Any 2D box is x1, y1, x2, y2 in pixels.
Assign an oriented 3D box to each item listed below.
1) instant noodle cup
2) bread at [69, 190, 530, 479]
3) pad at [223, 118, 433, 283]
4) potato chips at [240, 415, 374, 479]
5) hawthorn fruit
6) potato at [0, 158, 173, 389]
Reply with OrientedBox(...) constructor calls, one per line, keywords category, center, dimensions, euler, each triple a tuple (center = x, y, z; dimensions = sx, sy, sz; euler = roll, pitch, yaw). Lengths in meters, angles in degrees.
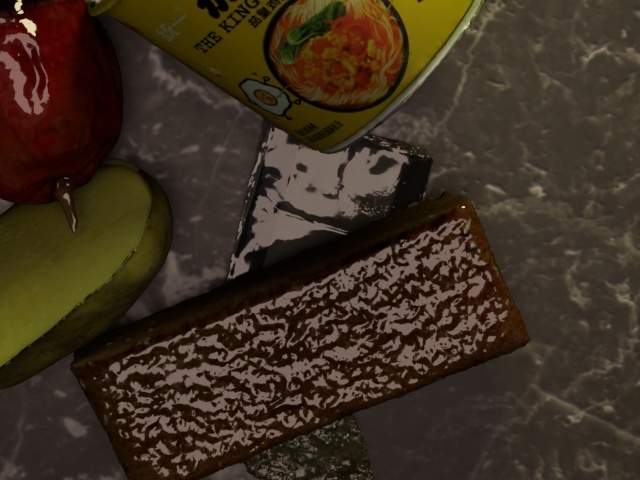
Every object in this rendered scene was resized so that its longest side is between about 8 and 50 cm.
OrientedBox(category="instant noodle cup", center=(-0.014, -0.250, 1.615), dimensions=(0.254, 0.325, 0.325), euler=(39, 94, -17))
OrientedBox(category="bread", center=(-0.020, 0.102, 1.729), dimensions=(0.416, 0.113, 0.165), euler=(-22, 98, 1))
OrientedBox(category="pad", center=(0.000, 0.000, 1.780), dimensions=(0.174, 0.022, 0.233), euler=(16, 98, -5))
OrientedBox(category="potato chips", center=(-0.028, 0.203, 1.805), dimensions=(0.142, 0.026, 0.209), euler=(-13, 98, 1))
OrientedBox(category="hawthorn fruit", center=(-0.266, -0.128, 1.665), dimensions=(0.189, 0.189, 0.251), euler=(-27, 90, 1))
OrientedBox(category="potato", center=(-0.245, 0.042, 1.726), dimensions=(0.271, 0.160, 0.111), euler=(-40, 140, 5))
